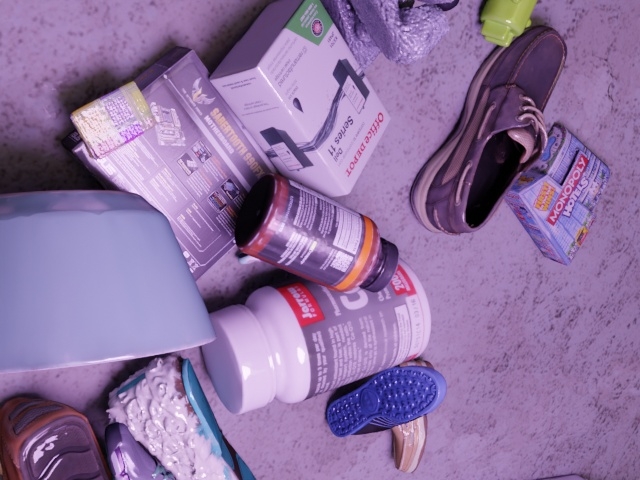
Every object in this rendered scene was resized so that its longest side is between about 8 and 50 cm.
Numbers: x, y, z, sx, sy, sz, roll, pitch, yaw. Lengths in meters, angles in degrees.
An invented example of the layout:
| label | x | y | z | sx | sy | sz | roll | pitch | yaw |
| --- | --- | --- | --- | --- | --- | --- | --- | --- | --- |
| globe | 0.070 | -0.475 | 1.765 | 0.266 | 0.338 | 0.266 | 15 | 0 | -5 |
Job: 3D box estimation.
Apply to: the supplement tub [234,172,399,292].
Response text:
| label | x | y | z | sx | sy | sz | roll | pitch | yaw |
| --- | --- | --- | --- | --- | --- | --- | --- | --- | --- |
| supplement tub | 0.000 | 0.000 | 0.952 | 0.198 | 0.106 | 0.106 | 25 | 92 | -25 |

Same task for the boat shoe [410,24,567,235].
| label | x | y | z | sx | sy | sz | roll | pitch | yaw |
| --- | --- | --- | --- | --- | --- | --- | --- | --- | --- |
| boat shoe | 0.279 | -0.154 | 1.143 | 0.132 | 0.130 | 0.355 | 30 | 89 | -35 |

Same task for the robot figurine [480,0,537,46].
| label | x | y | z | sx | sy | sz | roll | pitch | yaw |
| --- | --- | --- | --- | --- | --- | --- | --- | --- | --- |
| robot figurine | 0.277 | -0.344 | 1.116 | 0.101 | 0.067 | 0.115 | 19 | 96 | -62 |

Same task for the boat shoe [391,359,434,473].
| label | x | y | z | sx | sy | sz | roll | pitch | yaw |
| --- | --- | --- | --- | --- | --- | --- | --- | --- | --- |
| boat shoe | 0.132 | 0.286 | 1.251 | 0.072 | 0.068 | 0.190 | 5 | 94 | -20 |

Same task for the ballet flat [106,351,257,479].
| label | x | y | z | sx | sy | sz | roll | pitch | yaw |
| --- | --- | --- | --- | --- | --- | --- | --- | --- | --- |
| ballet flat | -0.162 | 0.329 | 1.051 | 0.147 | 0.147 | 0.409 | -33 | 116 | -19 |

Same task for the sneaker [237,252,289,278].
| label | x | y | z | sx | sy | sz | roll | pitch | yaw |
| --- | --- | --- | --- | --- | --- | --- | --- | --- | --- |
| sneaker | -0.062 | 0.026 | 1.050 | 0.098 | 0.038 | 0.069 | -29 | 118 | -20 |

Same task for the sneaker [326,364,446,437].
| label | x | y | z | sx | sy | sz | roll | pitch | yaw |
| --- | --- | --- | --- | --- | --- | --- | --- | --- | --- |
| sneaker | 0.111 | 0.235 | 1.139 | 0.090 | 0.232 | 0.081 | -3 | 70 | -43 |

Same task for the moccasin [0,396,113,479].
| label | x | y | z | sx | sy | sz | roll | pitch | yaw |
| --- | --- | --- | --- | --- | --- | --- | --- | --- | --- |
| moccasin | -0.317 | 0.370 | 0.961 | 0.139 | 0.147 | 0.380 | -34 | 118 | -35 |

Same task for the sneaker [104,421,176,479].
| label | x | y | z | sx | sy | sz | roll | pitch | yaw |
| --- | --- | --- | --- | --- | --- | --- | --- | --- | --- |
| sneaker | -0.190 | 0.309 | 0.946 | 0.098 | 0.083 | 0.223 | -21 | 109 | -11 |

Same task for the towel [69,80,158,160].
| label | x | y | z | sx | sy | sz | roll | pitch | yaw |
| --- | --- | --- | --- | --- | --- | --- | --- | --- | --- |
| towel | -0.228 | -0.132 | 0.844 | 0.083 | 0.009 | 0.060 | -35 | 119 | -18 |

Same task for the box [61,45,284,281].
| label | x | y | z | sx | sy | sz | roll | pitch | yaw |
| --- | --- | --- | --- | --- | --- | --- | --- | --- | --- |
| box | -0.167 | -0.089 | 0.936 | 0.183 | 0.056 | 0.231 | -45 | 123 | -13 |

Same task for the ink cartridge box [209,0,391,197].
| label | x | y | z | sx | sy | sz | roll | pitch | yaw |
| --- | --- | --- | --- | --- | --- | --- | --- | --- | --- |
| ink cartridge box | -0.016 | -0.174 | 0.953 | 0.208 | 0.087 | 0.153 | 52 | 52 | -34 |

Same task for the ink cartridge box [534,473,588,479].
| label | x | y | z | sx | sy | sz | roll | pitch | yaw |
| --- | --- | --- | --- | --- | --- | --- | --- | --- | --- |
| ink cartridge box | 0.423 | 0.584 | 1.388 | 0.395 | 0.285 | 0.166 | 4 | 105 | -32 |

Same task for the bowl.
| label | x | y | z | sx | sy | sz | roll | pitch | yaw |
| --- | --- | --- | --- | --- | --- | --- | --- | --- | --- |
| bowl | -0.268 | 0.037 | 0.798 | 0.312 | 0.311 | 0.163 | -2 | 88 | -31 |

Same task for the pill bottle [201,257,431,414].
| label | x | y | z | sx | sy | sz | roll | pitch | yaw |
| --- | --- | --- | --- | --- | --- | --- | --- | --- | --- |
| pill bottle | -0.006 | 0.125 | 1.043 | 0.283 | 0.161 | 0.161 | -15 | 114 | -27 |

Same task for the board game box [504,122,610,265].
| label | x | y | z | sx | sy | sz | roll | pitch | yaw |
| --- | --- | --- | --- | --- | --- | --- | --- | --- | --- |
| board game box | 0.389 | -0.085 | 1.278 | 0.194 | 0.060 | 0.194 | 29 | 90 | -36 |

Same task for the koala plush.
| label | x | y | z | sx | sy | sz | roll | pitch | yaw |
| --- | --- | --- | --- | --- | --- | --- | --- | --- | --- |
| koala plush | 0.116 | -0.348 | 0.948 | 0.221 | 0.196 | 0.203 | -31 | 110 | -15 |
